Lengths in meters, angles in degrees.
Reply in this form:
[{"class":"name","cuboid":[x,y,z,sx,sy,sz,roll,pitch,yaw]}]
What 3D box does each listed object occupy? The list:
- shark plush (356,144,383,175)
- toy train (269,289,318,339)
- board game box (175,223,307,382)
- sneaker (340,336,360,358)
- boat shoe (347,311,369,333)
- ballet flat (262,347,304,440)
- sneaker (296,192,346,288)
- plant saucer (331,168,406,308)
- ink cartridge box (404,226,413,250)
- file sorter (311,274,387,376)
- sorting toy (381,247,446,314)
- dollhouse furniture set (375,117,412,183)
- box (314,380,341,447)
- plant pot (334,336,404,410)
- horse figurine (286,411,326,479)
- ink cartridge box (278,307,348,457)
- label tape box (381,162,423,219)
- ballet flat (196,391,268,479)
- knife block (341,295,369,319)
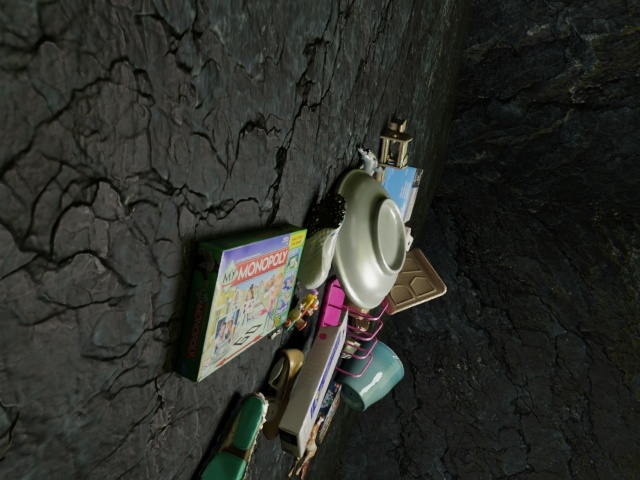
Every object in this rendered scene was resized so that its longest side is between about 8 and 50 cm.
[{"class":"shark plush","cuboid":[0.137,-0.225,1.232,0.067,0.073,0.161,-40,164,-1]},{"class":"toy train","cuboid":[-0.048,0.184,1.009,0.125,0.046,0.166,-55,172,36]},{"class":"board game box","cuboid":[-0.125,0.089,0.754,0.317,0.046,0.214,-20,126,-68]},{"class":"sneaker","cuboid":[0.122,0.479,1.843,0.086,0.064,0.192,-63,161,-6]},{"class":"boat shoe","cuboid":[0.168,0.269,1.767,0.095,0.095,0.258,-40,-156,56]},{"class":"ballet flat","cuboid":[-0.113,0.383,1.055,0.073,0.080,0.232,30,74,-43]},{"class":"sneaker","cuboid":[0.000,0.000,0.997,0.086,0.085,0.237,29,80,-88]},{"class":"plant saucer","cuboid":[0.160,-0.009,1.176,0.400,0.100,0.401,16,71,-58]},{"class":"ink cartridge box","cuboid":[0.342,-0.013,1.887,0.090,0.143,0.092,85,28,-51]},{"class":"file sorter","cuboid":[0.107,0.269,1.392,0.202,0.182,0.291,-25,131,-66]},{"class":"sorting toy","cuboid":[0.282,0.112,1.527,0.229,0.307,0.041,-20,143,-10]},{"class":"dollhouse furniture set","cuboid":[0.274,-0.311,1.474,0.161,0.101,0.182,-55,155,-43]},{"class":"box","cuboid":[0.025,0.763,1.838,0.233,0.044,0.159,-55,155,-42]},{"class":"plant pot","cuboid":[0.209,0.641,1.953,0.255,0.271,0.272,-39,145,-37]},{"class":"horse figurine","cuboid":[-0.057,0.801,1.599,0.174,0.066,0.264,-33,136,-54]},{"class":"ink cartridge box","cuboid":[-0.010,0.369,1.128,0.176,0.069,0.371,91,22,-47]},{"class":"label tape box","cuboid":[0.330,-0.194,1.748,0.333,0.105,0.241,-21,126,-68]},{"class":"ballet flat","cuboid":[-0.180,0.434,0.865,0.241,0.091,0.077,-60,-179,-25]},{"class":"knife block","cuboid":[0.177,0.136,1.619,0.275,0.088,0.242,-40,136,-47]}]
